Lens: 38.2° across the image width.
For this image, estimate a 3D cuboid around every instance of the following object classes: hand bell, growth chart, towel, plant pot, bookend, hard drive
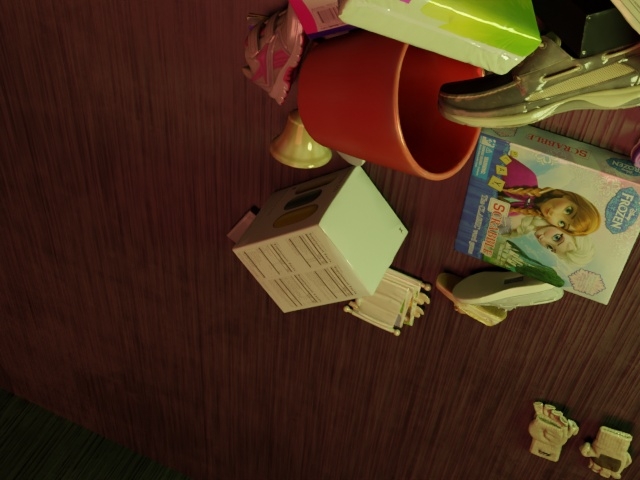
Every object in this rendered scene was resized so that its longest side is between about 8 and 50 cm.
[{"bbox_3d":[-0.024,-0.272,1.768,0.126,0.126,0.242,21,129,14],"label":"hand bell"},{"bbox_3d":[0.156,0.139,2.136,0.172,0.021,0.237,28,142,5],"label":"growth chart"},{"bbox_3d":[-0.108,-0.388,1.753,0.060,0.009,0.083,15,139,21],"label":"towel"},{"bbox_3d":[0.111,-0.249,1.578,0.243,0.275,0.275,10,138,40],"label":"plant pot"},{"bbox_3d":[0.414,-0.358,1.366,0.072,0.156,0.157,85,162,-46],"label":"bookend"},{"bbox_3d":[-0.154,-0.018,2.175,0.094,0.022,0.135,38,142,-8],"label":"hard drive"}]

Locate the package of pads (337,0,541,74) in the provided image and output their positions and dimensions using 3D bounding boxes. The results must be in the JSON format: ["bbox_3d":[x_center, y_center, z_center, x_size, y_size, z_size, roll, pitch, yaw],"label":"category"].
[{"bbox_3d":[0.160,-0.383,1.328,0.296,0.229,0.101,13,145,-25],"label":"package of pads"}]

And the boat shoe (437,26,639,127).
[{"bbox_3d":[0.355,-0.267,1.439,0.355,0.132,0.130,-9,116,6],"label":"boat shoe"}]

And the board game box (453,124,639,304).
[{"bbox_3d":[0.425,-0.052,1.709,0.318,0.066,0.319,20,140,15],"label":"board game box"}]

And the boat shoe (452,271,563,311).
[{"bbox_3d":[0.385,0.110,1.891,0.227,0.079,0.081,-11,127,29],"label":"boat shoe"}]

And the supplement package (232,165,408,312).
[{"bbox_3d":[0.000,0.000,1.945,0.262,0.199,0.198,-15,122,43],"label":"supplement package"}]

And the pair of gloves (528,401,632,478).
[{"bbox_3d":[0.610,0.471,2.172,0.240,0.042,0.204,13,142,25],"label":"pair of gloves"}]

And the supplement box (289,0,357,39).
[{"bbox_3d":[-0.004,-0.462,1.521,0.111,0.114,0.220,-3,131,38],"label":"supplement box"}]

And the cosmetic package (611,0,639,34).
[{"bbox_3d":[0.493,-0.410,1.158,0.309,0.113,0.160,-38,106,28],"label":"cosmetic package"}]

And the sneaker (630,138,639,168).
[{"bbox_3d":[0.586,-0.141,1.501,0.170,0.071,0.068,-6,128,39],"label":"sneaker"}]

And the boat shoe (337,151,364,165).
[{"bbox_3d":[0.047,-0.242,1.751,0.080,0.076,0.228,18,148,43],"label":"boat shoe"}]

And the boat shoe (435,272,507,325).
[{"bbox_3d":[0.315,0.133,1.987,0.170,0.063,0.059,32,136,-1],"label":"boat shoe"}]

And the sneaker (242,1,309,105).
[{"bbox_3d":[-0.082,-0.358,1.681,0.111,0.103,0.252,24,139,-3],"label":"sneaker"}]
